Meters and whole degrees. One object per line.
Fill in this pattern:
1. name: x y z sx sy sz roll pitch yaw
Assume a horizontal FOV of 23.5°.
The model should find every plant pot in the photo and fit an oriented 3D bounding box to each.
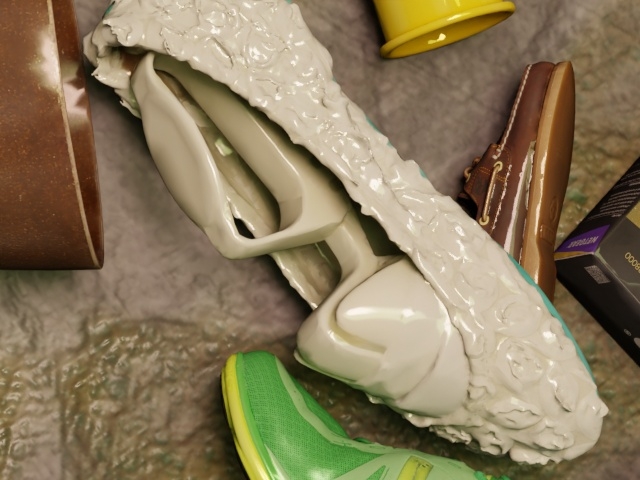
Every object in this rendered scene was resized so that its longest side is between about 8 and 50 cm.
1. plant pot: -0.250 -0.074 0.858 0.230 0.215 0.215 -8 86 -5

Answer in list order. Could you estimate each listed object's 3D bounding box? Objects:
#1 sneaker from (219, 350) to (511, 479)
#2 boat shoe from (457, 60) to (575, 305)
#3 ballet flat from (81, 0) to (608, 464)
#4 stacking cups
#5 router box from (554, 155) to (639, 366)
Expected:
1. sneaker: 0.054 0.171 0.930 0.123 0.109 0.295 -43 77 -6
2. boat shoe: 0.125 -0.025 1.027 0.073 0.073 0.207 5 72 23
3. ballet flat: 0.000 0.000 0.942 0.147 0.147 0.409 -39 89 -18
4. stacking cups: 0.038 -0.284 1.013 0.096 0.096 0.316 -17 90 -19
5. router box: 0.348 0.036 1.084 0.309 0.081 0.243 46 74 -8
